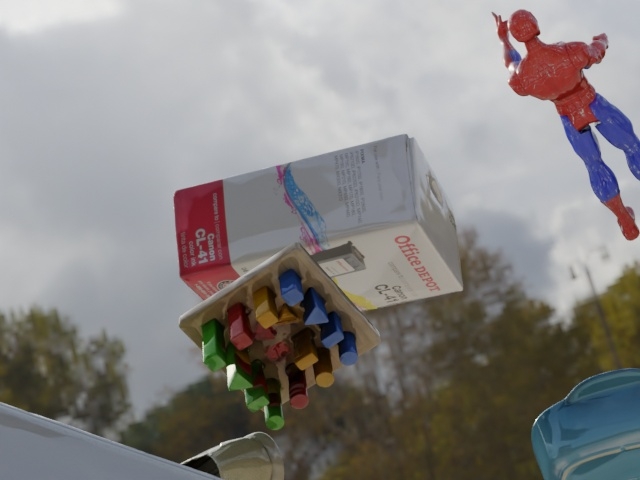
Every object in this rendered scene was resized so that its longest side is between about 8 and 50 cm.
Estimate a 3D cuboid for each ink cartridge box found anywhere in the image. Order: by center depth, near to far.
[{"bbox_3d":[0.000,0.000,1.979,0.306,0.131,0.226,-12,-27,16],"label":"ink cartridge box"}]

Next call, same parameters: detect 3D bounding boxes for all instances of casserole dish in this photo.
[{"bbox_3d":[0.187,0.148,0.866,0.114,0.037,0.188,-18,-56,20],"label":"casserole dish"}]

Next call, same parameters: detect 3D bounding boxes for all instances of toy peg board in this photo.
[{"bbox_3d":[-0.040,0.115,1.706,0.161,0.079,0.161,-33,-58,15],"label":"toy peg board"}]

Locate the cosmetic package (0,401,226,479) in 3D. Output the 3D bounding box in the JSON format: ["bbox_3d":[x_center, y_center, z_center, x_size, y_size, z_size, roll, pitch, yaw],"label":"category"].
[{"bbox_3d":[-0.283,0.375,1.248,0.327,0.393,0.329,21,-39,-11],"label":"cosmetic package"}]

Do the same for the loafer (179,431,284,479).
[{"bbox_3d":[-0.155,0.295,1.752,0.092,0.102,0.268,12,-48,-47],"label":"loafer"}]

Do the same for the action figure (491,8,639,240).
[{"bbox_3d":[0.252,-0.139,1.533,0.091,0.139,0.280,-26,-51,23],"label":"action figure"}]
